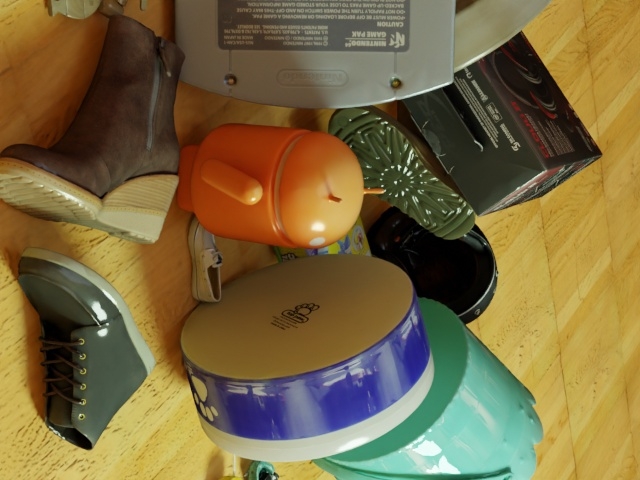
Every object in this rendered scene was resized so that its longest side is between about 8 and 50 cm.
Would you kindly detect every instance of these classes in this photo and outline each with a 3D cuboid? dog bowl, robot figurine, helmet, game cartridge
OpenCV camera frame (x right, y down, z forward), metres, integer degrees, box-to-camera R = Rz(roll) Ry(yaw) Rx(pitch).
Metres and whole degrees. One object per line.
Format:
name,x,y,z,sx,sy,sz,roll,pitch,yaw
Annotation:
dog bowl,-0.015,0.121,1.603,0.265,0.265,0.104,-43,129,-45
robot figurine,-0.049,-0.057,1.553,0.128,0.219,0.158,-65,144,-27
helmet,0.150,0.035,1.930,0.161,0.169,0.169,51,51,-22
game cartridge,-0.006,-0.236,1.545,0.060,0.294,0.196,-70,161,-82

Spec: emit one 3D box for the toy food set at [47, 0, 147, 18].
toy food set,-0.219,-0.254,1.435,0.122,0.019,0.078,-7,102,-49

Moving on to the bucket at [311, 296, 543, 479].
bucket,0.114,0.218,1.830,0.183,0.281,0.281,50,55,-38

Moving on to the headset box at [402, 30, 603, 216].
headset box,0.215,-0.155,1.832,0.218,0.110,0.293,58,25,8

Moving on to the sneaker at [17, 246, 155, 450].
sneaker,-0.238,0.108,1.418,0.118,0.083,0.222,-62,144,-28

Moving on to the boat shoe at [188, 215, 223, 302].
boat shoe,-0.122,0.020,1.627,0.035,0.035,0.100,-16,110,-56

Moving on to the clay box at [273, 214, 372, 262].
clay box,0.000,0.000,1.799,0.127,0.053,0.222,-52,136,-42

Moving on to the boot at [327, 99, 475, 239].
boot,0.108,-0.143,1.867,0.236,0.089,0.269,43,28,-22

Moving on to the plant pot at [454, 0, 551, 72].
plant pot,0.089,-0.375,1.673,0.280,0.323,0.323,53,51,-26

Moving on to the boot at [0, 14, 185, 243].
boot,-0.218,-0.119,1.418,0.248,0.090,0.207,23,70,-60

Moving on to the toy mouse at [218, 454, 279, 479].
toy mouse,-0.086,0.317,1.750,0.143,0.031,0.161,13,86,-57
